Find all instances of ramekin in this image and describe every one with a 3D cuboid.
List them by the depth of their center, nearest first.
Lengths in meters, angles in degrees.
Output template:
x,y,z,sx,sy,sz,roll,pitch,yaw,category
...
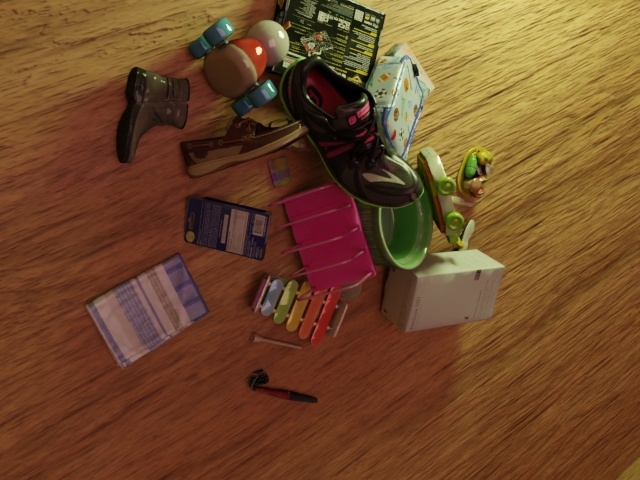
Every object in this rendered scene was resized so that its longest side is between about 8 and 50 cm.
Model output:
x,y,z,sx,sy,sz,roll,pitch,yaw,category
0.203,-0.062,1.878,0.303,0.148,0.303,3,86,-50,ramekin

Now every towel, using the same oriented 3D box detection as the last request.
x,y,z,sx,sy,sz,roll,pitch,yaw,category
-0.459,0.187,1.664,0.285,0.034,0.209,-32,113,-23,towel
-0.117,-0.199,1.789,0.060,0.009,0.083,-22,113,-25,towel

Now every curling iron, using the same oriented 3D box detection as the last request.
x,y,z,sx,sy,sz,roll,pitch,yaw,category
-0.110,0.468,1.934,0.274,0.035,0.068,30,86,-32,curling iron

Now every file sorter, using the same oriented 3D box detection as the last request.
x,y,z,sx,sy,sz,roll,pitch,yaw,category
0.000,0.000,1.711,0.182,0.202,0.291,-26,99,-69,file sorter

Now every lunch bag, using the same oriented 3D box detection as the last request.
x,y,z,sx,sy,sz,roll,pitch,yaw,category
0.215,-0.376,1.812,0.243,0.115,0.303,57,48,-49,lunch bag

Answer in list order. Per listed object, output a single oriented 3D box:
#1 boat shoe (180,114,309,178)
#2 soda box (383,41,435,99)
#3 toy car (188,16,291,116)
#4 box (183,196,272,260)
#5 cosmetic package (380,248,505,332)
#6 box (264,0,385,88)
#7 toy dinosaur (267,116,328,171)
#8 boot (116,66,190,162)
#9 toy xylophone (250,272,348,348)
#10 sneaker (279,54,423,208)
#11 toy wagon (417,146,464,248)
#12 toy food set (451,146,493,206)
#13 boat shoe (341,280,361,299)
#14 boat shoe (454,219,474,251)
x,y,z,sx,sy,sz,roll,pitch,yaw,category
-0.201,-0.264,1.594,0.342,0.123,0.123,-16,100,16,boat shoe
0.275,-0.520,1.917,0.063,0.058,0.183,-49,120,-12,soda box
-0.167,-0.481,1.587,0.238,0.210,0.219,-45,109,-24,toy car
-0.251,-0.036,1.671,0.225,0.036,0.136,13,108,5,box
0.409,0.163,2.082,0.385,0.156,0.217,-7,116,-30,cosmetic package
0.014,-0.558,1.744,0.322,0.079,0.257,8,99,-32,box
-0.003,-0.330,1.765,0.296,0.127,0.200,-49,114,-18,toy dinosaur
-0.411,-0.301,1.554,0.161,0.083,0.246,9,98,-38,boot
-0.077,0.221,1.869,0.322,0.081,0.236,13,95,-32,toy xylophone
0.079,-0.269,1.587,0.483,0.202,0.185,45,74,-4,sneaker
0.384,-0.119,1.962,0.068,0.267,0.344,-17,113,4,toy wagon
0.542,-0.215,2.139,0.128,0.071,0.218,17,93,-32,toy food set
0.095,0.072,1.935,0.079,0.084,0.233,-45,132,-65,boat shoe
0.505,-0.015,2.183,0.046,0.038,0.125,11,97,-42,boat shoe
